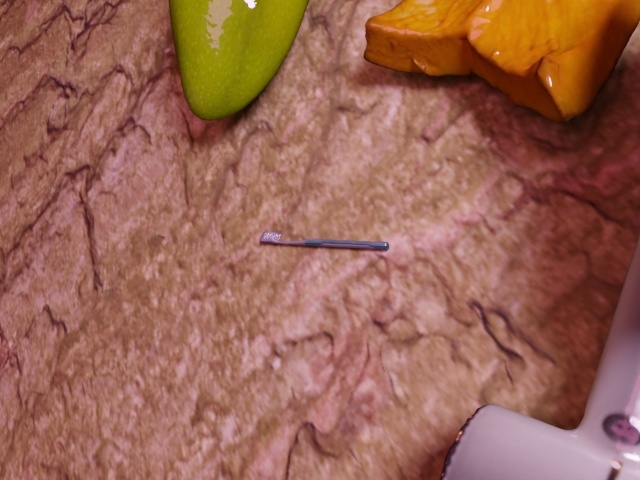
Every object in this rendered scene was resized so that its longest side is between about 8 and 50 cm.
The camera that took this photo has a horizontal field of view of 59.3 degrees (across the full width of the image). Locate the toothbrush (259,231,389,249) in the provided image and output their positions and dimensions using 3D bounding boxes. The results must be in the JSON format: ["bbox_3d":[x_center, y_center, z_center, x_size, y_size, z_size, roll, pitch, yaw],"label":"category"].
[{"bbox_3d":[0.000,0.000,0.619,0.167,0.011,0.014,3,73,33],"label":"toothbrush"}]

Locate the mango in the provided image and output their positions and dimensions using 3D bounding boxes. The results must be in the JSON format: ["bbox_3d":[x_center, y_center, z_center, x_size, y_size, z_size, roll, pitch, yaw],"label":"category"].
[{"bbox_3d":[-0.102,-0.312,0.684,0.193,0.156,0.342,7,82,35],"label":"mango"}]

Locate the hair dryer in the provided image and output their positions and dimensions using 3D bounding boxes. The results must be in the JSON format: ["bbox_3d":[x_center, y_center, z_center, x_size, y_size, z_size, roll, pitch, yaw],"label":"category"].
[{"bbox_3d":[0.230,0.097,0.394,0.203,0.128,0.361,16,78,35],"label":"hair dryer"}]

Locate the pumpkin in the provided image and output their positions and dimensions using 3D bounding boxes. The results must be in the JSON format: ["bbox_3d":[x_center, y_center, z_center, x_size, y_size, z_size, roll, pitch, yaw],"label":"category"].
[{"bbox_3d":[0.195,-0.260,0.520,0.258,0.095,0.290,33,92,39],"label":"pumpkin"}]
